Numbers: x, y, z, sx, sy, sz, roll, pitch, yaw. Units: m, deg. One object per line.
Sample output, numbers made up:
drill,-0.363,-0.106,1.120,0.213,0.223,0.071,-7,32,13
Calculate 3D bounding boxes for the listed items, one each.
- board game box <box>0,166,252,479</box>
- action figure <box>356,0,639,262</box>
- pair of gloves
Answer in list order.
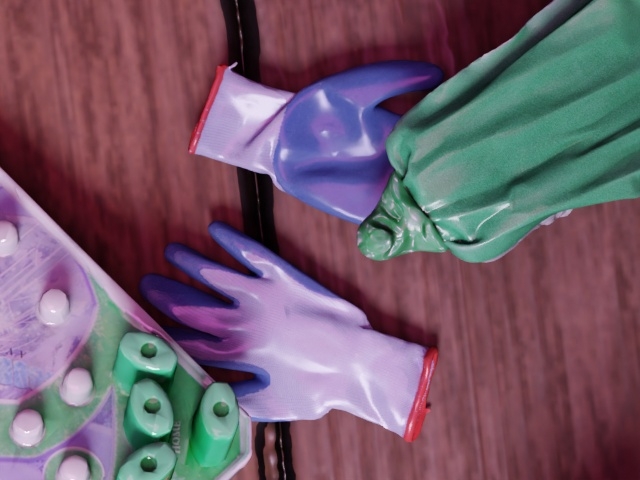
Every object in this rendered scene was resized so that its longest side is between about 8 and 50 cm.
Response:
board game box,-0.291,0.071,0.739,0.390,0.050,0.390,44,66,10
action figure,0.115,-0.058,0.803,0.232,0.063,0.137,-31,88,-6
pair of gloves,0.000,0.000,0.847,0.159,0.023,0.198,18,94,1
